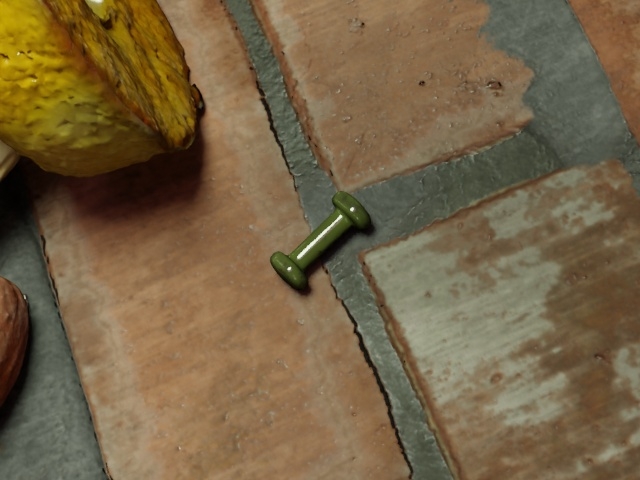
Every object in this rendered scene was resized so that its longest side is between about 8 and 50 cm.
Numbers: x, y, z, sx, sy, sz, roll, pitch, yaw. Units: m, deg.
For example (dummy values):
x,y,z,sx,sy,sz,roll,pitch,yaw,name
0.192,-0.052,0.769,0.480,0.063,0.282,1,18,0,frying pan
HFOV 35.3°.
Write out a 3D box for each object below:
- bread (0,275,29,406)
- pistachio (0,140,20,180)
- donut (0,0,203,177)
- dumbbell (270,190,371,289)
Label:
x,y,z,sx,sy,sz,roll,pitch,yaw,name
-0.416,0.129,1.079,0.190,0.123,0.244,9,74,11,bread
-0.439,-0.090,1.070,0.188,0.187,0.299,29,58,18,pistachio
-0.288,-0.229,1.039,0.164,0.435,0.377,-27,100,10,donut
0.000,0.000,1.092,0.118,0.046,0.052,-45,64,-7,dumbbell
